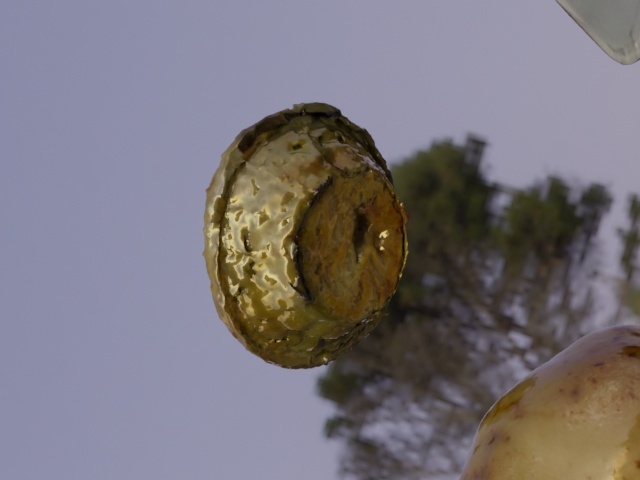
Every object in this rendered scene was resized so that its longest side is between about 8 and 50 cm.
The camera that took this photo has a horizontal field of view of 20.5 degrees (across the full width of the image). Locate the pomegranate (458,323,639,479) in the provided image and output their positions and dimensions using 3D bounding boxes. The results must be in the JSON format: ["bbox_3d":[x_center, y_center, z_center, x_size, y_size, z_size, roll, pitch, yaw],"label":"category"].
[{"bbox_3d":[0.191,0.162,1.041,0.215,0.215,0.215,-45,-36,-47],"label":"pomegranate"}]

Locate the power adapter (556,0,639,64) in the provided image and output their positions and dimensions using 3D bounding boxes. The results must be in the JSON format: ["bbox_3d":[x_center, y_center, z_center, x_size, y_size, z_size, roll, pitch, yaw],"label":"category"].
[{"bbox_3d":[0.260,-0.227,1.192,0.205,0.130,0.125,-28,-28,-23],"label":"power adapter"}]

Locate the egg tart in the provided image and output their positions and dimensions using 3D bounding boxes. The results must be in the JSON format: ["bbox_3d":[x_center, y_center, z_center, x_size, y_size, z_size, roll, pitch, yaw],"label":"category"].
[{"bbox_3d":[0.002,0.001,1.372,0.212,0.090,0.212,-9,-77,-45],"label":"egg tart"}]
